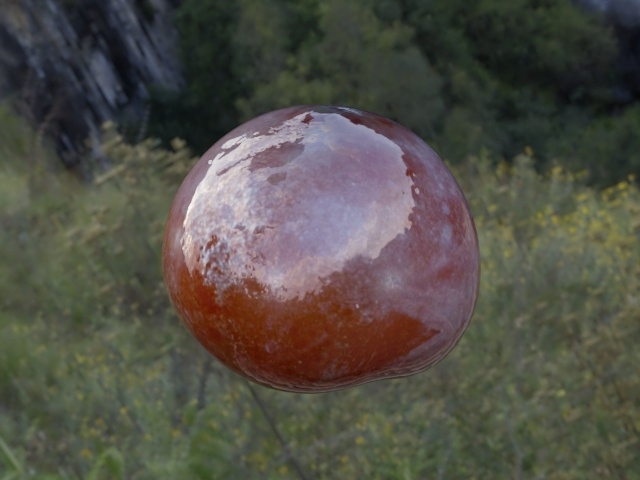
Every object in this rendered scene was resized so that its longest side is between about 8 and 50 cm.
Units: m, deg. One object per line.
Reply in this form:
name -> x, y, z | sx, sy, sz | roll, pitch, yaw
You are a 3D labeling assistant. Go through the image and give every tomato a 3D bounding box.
tomato -> 0.000, 0.000, 1.177 | 0.270, 0.227, 0.270 | 3, 17, -1
